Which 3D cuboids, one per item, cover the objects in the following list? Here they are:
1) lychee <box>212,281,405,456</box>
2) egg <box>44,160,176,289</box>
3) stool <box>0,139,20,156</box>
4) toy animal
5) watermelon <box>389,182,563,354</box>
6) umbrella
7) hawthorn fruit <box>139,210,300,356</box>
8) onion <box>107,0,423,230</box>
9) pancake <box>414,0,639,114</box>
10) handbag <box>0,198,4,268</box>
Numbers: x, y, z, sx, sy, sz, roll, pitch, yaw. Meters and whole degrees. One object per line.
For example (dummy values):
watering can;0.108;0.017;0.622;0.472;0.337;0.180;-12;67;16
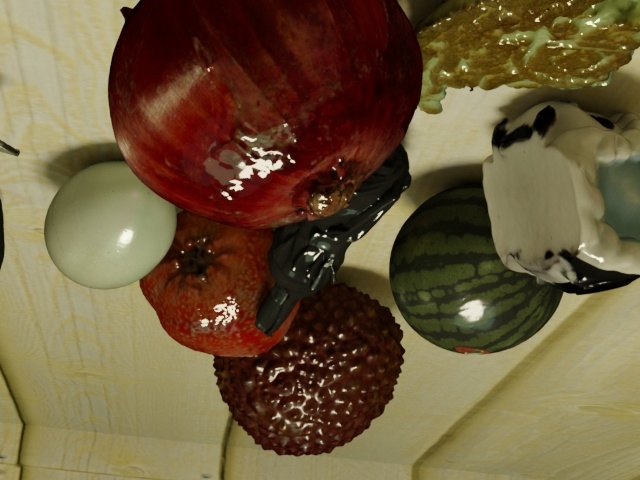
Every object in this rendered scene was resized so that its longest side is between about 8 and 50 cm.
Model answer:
lychee;-0.018;0.181;1.986;0.304;0.275;0.276;-30;143;31
egg;-0.254;-0.021;1.637;0.151;0.151;0.209;16;150;-27
stool;-0.501;-0.041;1.407;0.270;0.243;0.170;16;169;33
toy animal;0.274;-0.047;1.376;0.156;0.204;0.208;-10;179;-19
watermelon;0.189;0.034;1.590;0.212;0.212;0.212;5;160;2
umbrella;0.000;0.000;1.554;0.118;0.118;0.340;12;136;-19
hawthorn fruit;-0.122;0.065;1.775;0.205;0.205;0.253;-1;158;16
onion;-0.041;-0.127;1.140;0.276;0.276;0.276;5;160;2
pancake;0.196;-0.188;1.207;0.197;0.054;0.377;23;156;-37
handbag;-0.589;-0.022;1.682;0.302;0.177;0.275;0;175;18
